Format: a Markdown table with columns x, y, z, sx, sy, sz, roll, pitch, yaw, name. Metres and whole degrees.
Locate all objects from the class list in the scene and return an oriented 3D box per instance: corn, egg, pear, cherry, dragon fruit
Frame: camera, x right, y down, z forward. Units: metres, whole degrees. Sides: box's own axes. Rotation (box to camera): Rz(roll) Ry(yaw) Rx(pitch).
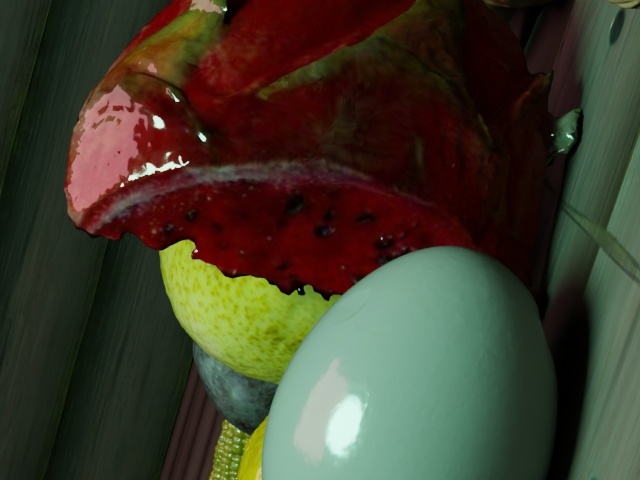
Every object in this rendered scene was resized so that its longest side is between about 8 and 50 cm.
| x | y | z | sx | sy | sz | roll | pitch | yaw | name |
| --- | --- | --- | --- | --- | --- | --- | --- | --- | --- |
| -0.098 | 0.298 | 2.005 | 0.097 | 0.097 | 0.319 | -109 | 34 | -76 | corn |
| 0.058 | 0.116 | 0.997 | 0.176 | 0.176 | 0.232 | -161 | 94 | -82 | egg |
| 0.000 | 0.000 | 1.266 | 0.271 | 0.271 | 0.271 | -165 | 90 | -82 | pear |
| -0.049 | 0.118 | 1.718 | 0.195 | 0.195 | 0.195 | -165 | 90 | -82 | cherry |
| 0.010 | -0.097 | 1.097 | 0.100 | 0.344 | 0.282 | 111 | 171 | -74 | dragon fruit |

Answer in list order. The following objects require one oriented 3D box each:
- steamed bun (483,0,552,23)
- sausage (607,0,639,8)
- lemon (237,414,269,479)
| x | y | z | sx | sy | sz | roll | pitch | yaw | name |
| --- | --- | --- | --- | --- | --- | --- | --- | --- | --- |
| 0.116 | -0.295 | 1.323 | 0.295 | 0.137 | 0.292 | -136 | 55 | -65 | steamed bun |
| 0.204 | -0.303 | 1.087 | 0.088 | 0.088 | 0.433 | 115 | 167 | -49 | sausage |
| 0.000 | 0.202 | 1.357 | 0.187 | 0.142 | 0.142 | -76 | 5 | -56 | lemon |
